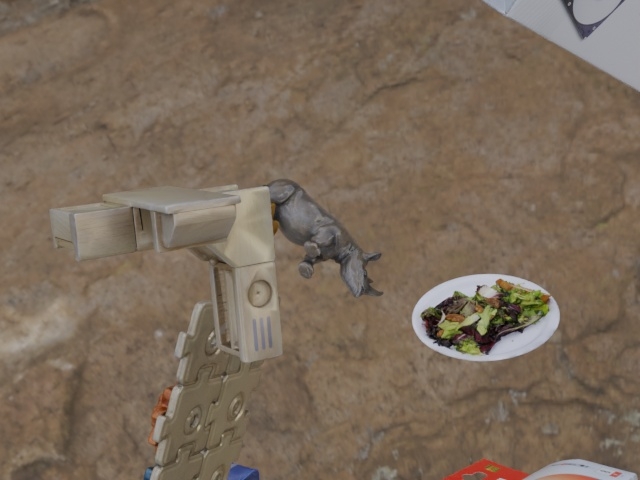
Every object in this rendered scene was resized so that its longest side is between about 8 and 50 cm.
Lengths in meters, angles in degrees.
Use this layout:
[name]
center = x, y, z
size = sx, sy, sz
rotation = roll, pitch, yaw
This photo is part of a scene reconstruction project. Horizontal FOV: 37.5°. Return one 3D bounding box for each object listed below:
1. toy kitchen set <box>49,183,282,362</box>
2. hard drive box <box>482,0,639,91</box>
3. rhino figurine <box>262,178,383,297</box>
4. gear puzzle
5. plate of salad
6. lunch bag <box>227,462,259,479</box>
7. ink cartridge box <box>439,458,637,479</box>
[toy kitchen set]
center = -0.053, 0.018, 0.375
size = 0.083, 0.075, 0.068
rotation = -10, 10, -31
[hard drive box]
center = 0.225, -0.226, 0.700
size = 0.089, 0.232, 0.181
rotation = 50, 117, 38
[rhino figurine]
center = 0.000, 0.000, 1.372
size = 0.243, 0.073, 0.106
rotation = 39, 41, -4
[gear puzzle]
center = -0.110, 0.118, 0.918
size = 0.044, 0.175, 0.339
rotation = 18, 98, 24
[plate of salad]
center = 0.224, 0.094, 1.287
size = 0.200, 0.048, 0.200
rotation = -6, 32, 4
[lunch bag]
center = -0.143, 0.421, 1.567
size = 0.065, 0.098, 0.067
rotation = 10, 21, 31
[ink cartridge box]
center = 0.227, 0.257, 1.005
size = 0.179, 0.145, 0.045
rotation = 14, 100, 35
